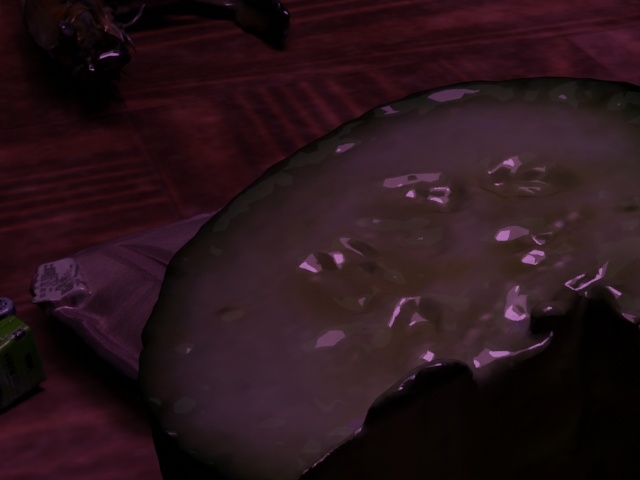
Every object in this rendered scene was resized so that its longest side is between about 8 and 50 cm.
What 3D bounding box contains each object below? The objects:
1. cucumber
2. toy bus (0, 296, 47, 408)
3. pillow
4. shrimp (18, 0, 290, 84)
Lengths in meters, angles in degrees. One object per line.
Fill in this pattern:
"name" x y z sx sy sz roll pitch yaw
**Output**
"cucumber" 0.046 0.042 0.480 0.191 0.130 0.191 -7 28 4
"toy bus" -0.141 0.037 0.612 0.083 0.031 0.037 20 46 38
"pillow" 0.000 0.000 0.653 0.233 0.038 0.131 -22 30 -32
"shrimp" -0.094 -0.128 0.904 0.150 0.051 0.217 -1 23 -10
